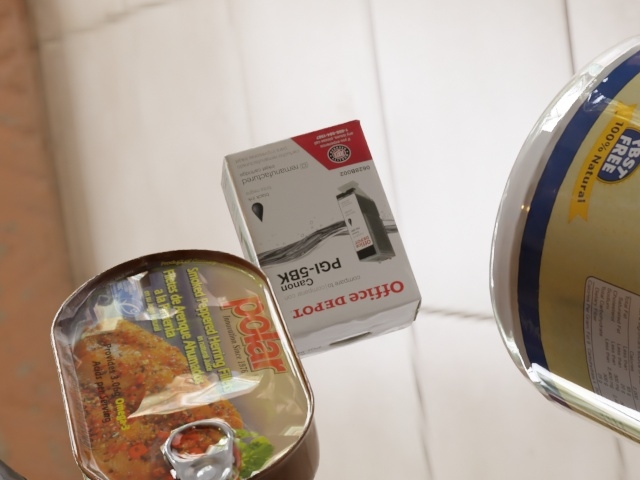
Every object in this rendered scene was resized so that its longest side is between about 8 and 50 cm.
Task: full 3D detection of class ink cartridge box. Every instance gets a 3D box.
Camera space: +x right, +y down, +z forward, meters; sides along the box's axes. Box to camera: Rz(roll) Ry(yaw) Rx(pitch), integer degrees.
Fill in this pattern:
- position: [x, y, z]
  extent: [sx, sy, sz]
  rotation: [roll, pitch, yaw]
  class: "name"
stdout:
- position: [0.000, 0.000, 1.303]
  extent: [0.056, 0.099, 0.135]
  rotation: [103, 149, -69]
  class: "ink cartridge box"

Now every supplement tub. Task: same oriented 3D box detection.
- position: [0.267, 0.031, 0.986]
  extent: [0.316, 0.228, 0.228]
  rotation: [24, 122, 45]
  class: "supplement tub"

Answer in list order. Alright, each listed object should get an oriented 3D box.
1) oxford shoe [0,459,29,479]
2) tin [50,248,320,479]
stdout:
- position: [-0.139, 0.107, 0.691]
  extent: [0.212, 0.076, 0.076]
  rotation: [29, 140, 10]
  class: "oxford shoe"
- position: [-0.060, 0.067, 0.880]
  extent: [0.190, 0.106, 0.040]
  rotation: [-113, 6, -57]
  class: "tin"
